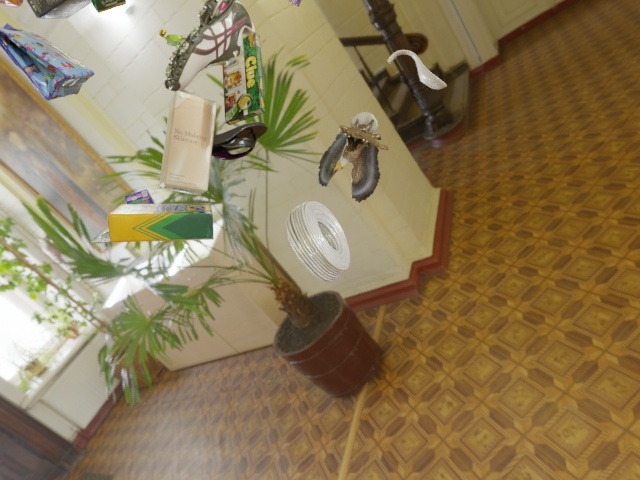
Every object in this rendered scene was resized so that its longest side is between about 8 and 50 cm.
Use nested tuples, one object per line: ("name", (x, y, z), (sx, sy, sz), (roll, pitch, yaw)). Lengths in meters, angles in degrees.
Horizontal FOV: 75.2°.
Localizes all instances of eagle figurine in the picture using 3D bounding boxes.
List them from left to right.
("eagle figurine", (0.114, -0.311, 1.565), (0.225, 0.226, 0.298), (-16, -26, -13))

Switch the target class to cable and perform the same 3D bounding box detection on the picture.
("cable", (0.000, 0.000, 1.289), (0.089, 0.257, 0.257), (-31, -15, 22))

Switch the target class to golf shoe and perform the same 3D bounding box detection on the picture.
("golf shoe", (-0.238, -0.425, 0.915), (0.105, 0.120, 0.273), (10, 69, 50))

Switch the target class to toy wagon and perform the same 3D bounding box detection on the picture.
("toy wagon", (-0.522, -0.838, 1.807), (0.344, 0.068, 0.267), (-2, 7, -32))

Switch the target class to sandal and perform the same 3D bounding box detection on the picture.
("sandal", (-0.410, -0.417, 1.874), (0.445, 0.107, 0.167), (-32, -4, -36))

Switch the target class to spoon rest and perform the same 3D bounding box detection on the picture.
("spoon rest", (0.428, -0.742, 1.795), (0.084, 0.276, 0.137), (-60, -7, 22))

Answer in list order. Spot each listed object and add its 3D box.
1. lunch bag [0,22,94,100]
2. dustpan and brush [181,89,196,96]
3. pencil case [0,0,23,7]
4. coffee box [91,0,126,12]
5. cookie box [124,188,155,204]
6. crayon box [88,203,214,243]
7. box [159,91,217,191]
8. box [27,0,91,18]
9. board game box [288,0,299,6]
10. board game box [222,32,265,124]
("lunch bag", (-1.069, -0.702, 1.583), (0.138, 0.293, 0.221), (-39, 21, 14))
("dustpan and brush", (-0.624, -0.698, 2.025), (0.060, 0.147, 0.211), (-58, 32, 5))
("pencil case", (-0.614, -0.455, 0.623), (0.284, 0.124, 0.124), (-2, -8, -43))
("coffee box", (-0.716, -0.851, 1.390), (0.113, 0.040, 0.184), (-35, 4, -24))
("cookie box", (-0.723, -0.151, 1.676), (0.091, 0.040, 0.107), (-21, -21, -12))
("crayon box", (-0.483, -0.056, 1.220), (0.322, 0.083, 0.203), (-3, 13, -16))
("box", (-0.447, -0.322, 1.403), (0.121, 0.147, 0.311), (-3, 82, 61))
("box", (-0.972, -0.933, 1.563), (0.207, 0.108, 0.153), (-14, 23, 23))
("board game box", (-0.013, -0.927, 1.265), (0.208, 0.056, 0.347), (-86, 20, -83))
("board game box", (-0.239, -0.495, 1.276), (0.136, 0.260, 0.030), (-11, -13, 22))
